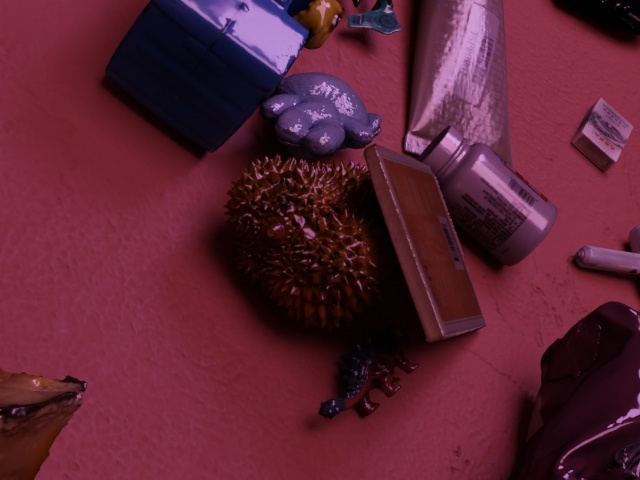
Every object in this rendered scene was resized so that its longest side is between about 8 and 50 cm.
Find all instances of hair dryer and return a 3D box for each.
[{"bbox_3d":[0.325,0.017,1.557,0.137,0.047,0.082,7,54,-26],"label":"hair dryer"}]

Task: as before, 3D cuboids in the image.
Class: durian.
[{"bbox_3d":[0.000,0.000,1.250,0.168,0.137,0.158,0,68,-54],"label":"durian"}]

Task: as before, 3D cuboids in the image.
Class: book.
[{"bbox_3d":[0.096,0.005,1.285,0.241,0.018,0.170,6,65,-75],"label":"book"}]

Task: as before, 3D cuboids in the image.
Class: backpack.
[{"bbox_3d":[0.316,0.236,1.263,0.317,0.197,0.283,41,41,-7],"label":"backpack"}]

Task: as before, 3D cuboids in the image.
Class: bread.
[{"bbox_3d":[-0.246,0.112,0.942,0.140,0.160,0.169,-11,67,-43],"label":"bread"}]

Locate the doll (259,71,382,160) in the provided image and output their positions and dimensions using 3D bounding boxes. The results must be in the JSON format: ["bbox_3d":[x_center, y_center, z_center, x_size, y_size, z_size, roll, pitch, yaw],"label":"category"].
[{"bbox_3d":[-0.008,-0.101,1.345,0.120,0.075,0.180,26,26,-2],"label":"doll"}]

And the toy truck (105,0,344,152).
[{"bbox_3d":[-0.057,-0.259,1.375,0.161,0.162,0.385,37,42,-11],"label":"toy truck"}]

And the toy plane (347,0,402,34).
[{"bbox_3d":[0.058,-0.309,1.581,0.096,0.060,0.235,8,51,-25],"label":"toy plane"}]

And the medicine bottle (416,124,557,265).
[{"bbox_3d":[0.161,-0.046,1.444,0.140,0.079,0.079,41,43,-6],"label":"medicine bottle"}]

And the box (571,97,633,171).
[{"bbox_3d":[0.324,-0.122,1.673,0.054,0.024,0.083,42,42,-6],"label":"box"}]

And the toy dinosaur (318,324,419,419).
[{"bbox_3d":[0.043,0.114,1.250,0.055,0.049,0.154,51,37,1],"label":"toy dinosaur"}]

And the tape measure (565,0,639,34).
[{"bbox_3d":[0.379,-0.358,1.836,0.186,0.112,0.199,20,49,-28],"label":"tape measure"}]

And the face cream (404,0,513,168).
[{"bbox_3d":[0.153,-0.220,1.583,0.137,0.084,0.341,18,57,-24],"label":"face cream"}]
